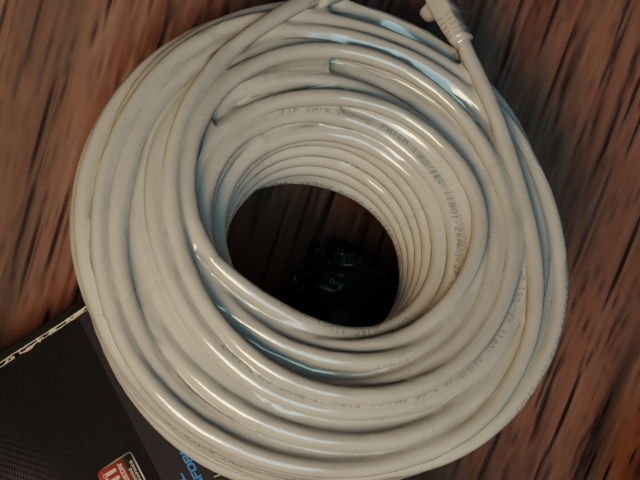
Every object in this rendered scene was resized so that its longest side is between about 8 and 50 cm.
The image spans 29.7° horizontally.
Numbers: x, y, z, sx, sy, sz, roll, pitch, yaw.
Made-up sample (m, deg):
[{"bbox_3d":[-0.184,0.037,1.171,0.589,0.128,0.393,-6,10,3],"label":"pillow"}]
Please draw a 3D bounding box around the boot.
[{"bbox_3d":[0.018,0.064,0.734,0.121,0.045,0.099,39,94,-19],"label":"boot"}]

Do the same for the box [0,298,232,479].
[{"bbox_3d":[-0.124,0.200,0.646,0.293,0.073,0.296,-32,68,1],"label":"box"}]

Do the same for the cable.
[{"bbox_3d":[0.000,0.000,0.615,0.257,0.089,0.257,-23,78,-24],"label":"cable"}]
